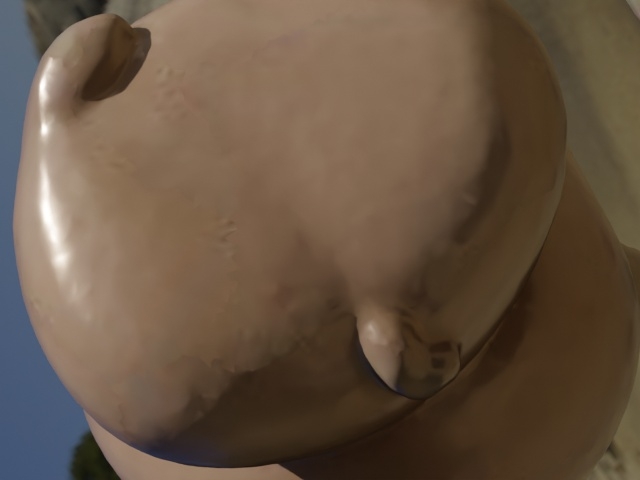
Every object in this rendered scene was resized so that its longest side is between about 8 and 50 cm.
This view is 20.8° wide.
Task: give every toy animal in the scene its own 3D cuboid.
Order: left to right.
[{"bbox_3d":[0.010,0.013,0.580,0.229,0.210,0.221,56,175,-4],"label":"toy animal"}]

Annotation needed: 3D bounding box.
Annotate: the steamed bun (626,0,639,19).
[{"bbox_3d":[0.168,-0.090,0.266,0.207,0.268,0.280,61,-179,-29],"label":"steamed bun"}]
